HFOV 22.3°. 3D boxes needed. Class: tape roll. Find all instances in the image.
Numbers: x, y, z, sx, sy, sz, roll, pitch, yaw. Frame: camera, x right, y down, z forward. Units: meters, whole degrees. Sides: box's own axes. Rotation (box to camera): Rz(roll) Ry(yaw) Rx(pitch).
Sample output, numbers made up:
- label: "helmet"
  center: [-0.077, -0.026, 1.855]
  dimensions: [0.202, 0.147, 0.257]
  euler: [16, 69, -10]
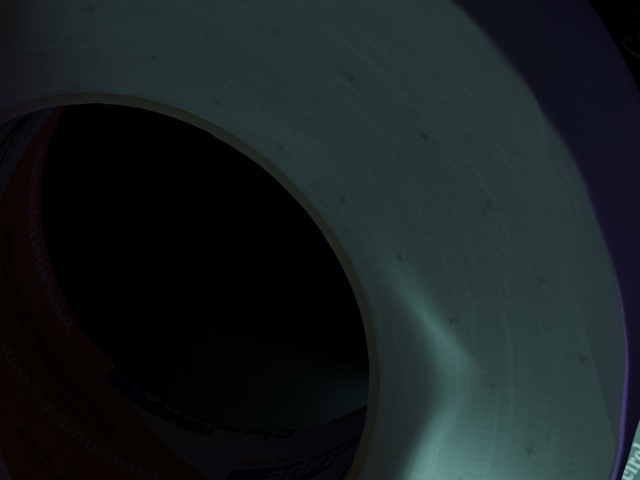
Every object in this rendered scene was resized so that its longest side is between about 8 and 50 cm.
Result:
- label: "tape roll"
  center: [-0.032, 0.011, 0.382]
  dimensions: [0.219, 0.219, 0.072]
  euler: [-62, 174, 27]

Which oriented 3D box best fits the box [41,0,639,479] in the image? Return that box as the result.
- label: "box"
  center: [0.025, 0.036, 0.571]
  dimensions: [0.343, 0.313, 0.179]
  euler: [-62, 175, 33]
